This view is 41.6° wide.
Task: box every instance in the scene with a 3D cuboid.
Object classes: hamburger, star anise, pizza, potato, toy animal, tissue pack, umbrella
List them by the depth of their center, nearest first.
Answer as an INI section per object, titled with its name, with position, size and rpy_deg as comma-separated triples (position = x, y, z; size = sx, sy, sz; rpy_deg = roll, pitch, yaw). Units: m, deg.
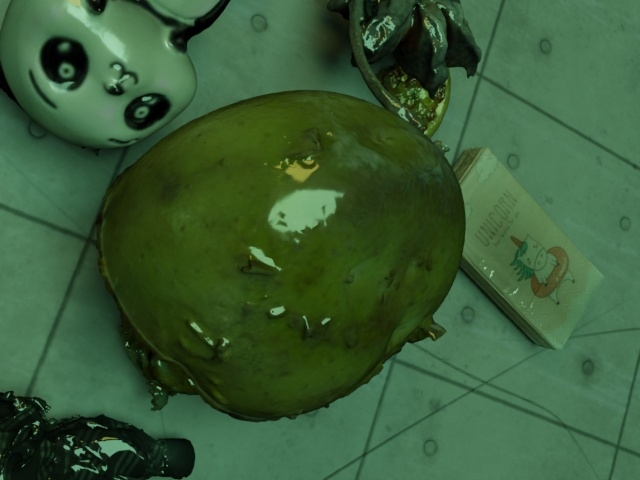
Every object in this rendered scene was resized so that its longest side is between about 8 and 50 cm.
[potato]
position = 0.000, 0.000, 1.003
size = 0.442, 0.319, 0.385
rpy_deg = -8, 76, -51
[umbrella]
position = -0.303, 0.268, 1.018
size = 0.337, 0.154, 0.128
rpy_deg = 16, 120, -24
[toy animal]
position = -0.254, -0.265, 1.038
size = 0.251, 0.251, 0.309
rpy_deg = 32, 84, -22
[hamburger]
position = -0.183, 0.135, 1.099
size = 0.159, 0.131, 0.184
rpy_deg = 31, 73, -38
[star anise]
position = 0.130, -0.323, 1.219
size = 0.316, 0.139, 0.359
rpy_deg = -21, 69, -39
[pizza]
position = 0.148, -0.231, 1.327
size = 0.134, 0.046, 0.174
rpy_deg = 10, 83, -26
[tissue pack]
position = 0.317, 0.015, 1.384
size = 0.325, 0.071, 0.170
rpy_deg = 44, 71, -18
